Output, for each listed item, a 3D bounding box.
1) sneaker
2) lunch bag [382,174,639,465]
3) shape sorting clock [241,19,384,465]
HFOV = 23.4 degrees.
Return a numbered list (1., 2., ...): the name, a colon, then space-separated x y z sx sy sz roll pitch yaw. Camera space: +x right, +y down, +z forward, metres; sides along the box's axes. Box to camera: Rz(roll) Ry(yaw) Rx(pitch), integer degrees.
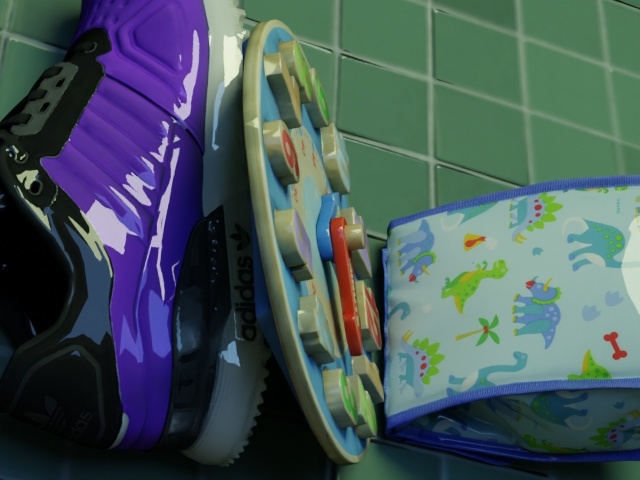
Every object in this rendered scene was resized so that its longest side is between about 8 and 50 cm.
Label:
1. sneaker: -0.113 -0.039 0.723 0.146 0.102 0.293 6 56 -24
2. lunch bag: 0.107 0.043 0.791 0.151 0.096 0.129 -2 54 5
3. shape sorting clock: 0.000 0.000 0.711 0.040 0.206 0.206 -9 56 7
